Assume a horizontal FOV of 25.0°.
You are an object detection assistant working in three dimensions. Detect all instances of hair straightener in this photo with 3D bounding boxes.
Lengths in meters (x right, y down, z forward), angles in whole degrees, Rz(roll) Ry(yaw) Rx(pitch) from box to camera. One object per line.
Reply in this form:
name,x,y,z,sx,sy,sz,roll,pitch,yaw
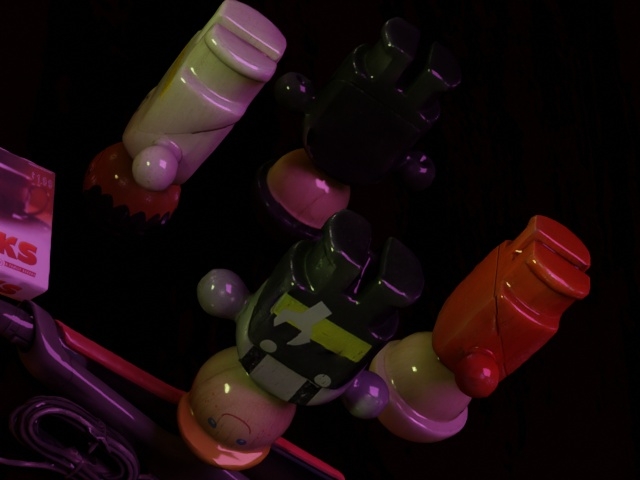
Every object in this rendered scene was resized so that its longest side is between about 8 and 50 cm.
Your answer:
hair straightener,-0.081,0.097,0.663,0.230,0.047,0.089,39,42,-29

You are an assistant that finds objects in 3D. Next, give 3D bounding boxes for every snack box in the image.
snack box,-0.193,-0.031,0.625,0.178,0.022,0.064,26,52,-41

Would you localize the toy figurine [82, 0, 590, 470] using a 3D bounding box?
toy figurine,0.000,0.000,0.715,0.209,0.148,0.213,-4,54,-47
